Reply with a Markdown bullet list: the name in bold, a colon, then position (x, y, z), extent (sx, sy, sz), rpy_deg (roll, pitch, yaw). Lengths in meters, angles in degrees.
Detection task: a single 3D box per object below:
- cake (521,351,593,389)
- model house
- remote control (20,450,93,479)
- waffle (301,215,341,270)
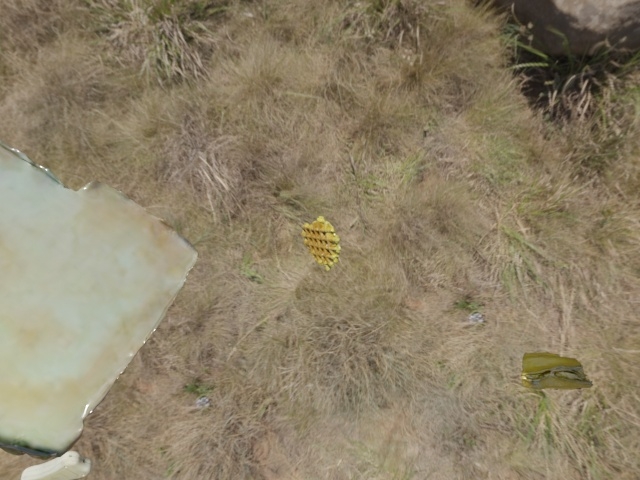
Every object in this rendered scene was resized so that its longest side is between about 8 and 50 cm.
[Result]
- **cake**: position (0.433, 0.231, 0.759), extent (0.116, 0.184, 0.080), rpy_deg (-20, 58, 38)
- **model house**: position (-0.533, 0.087, 0.746), extent (0.445, 0.399, 0.395), rpy_deg (37, 63, -20)
- **remote control**: position (-0.519, 0.455, 0.831), extent (0.122, 0.074, 0.032), rpy_deg (-22, 39, 3)
- **waffle**: position (0.001, 0.001, 0.595), extent (0.016, 0.085, 0.078), rpy_deg (-26, 79, -28)
